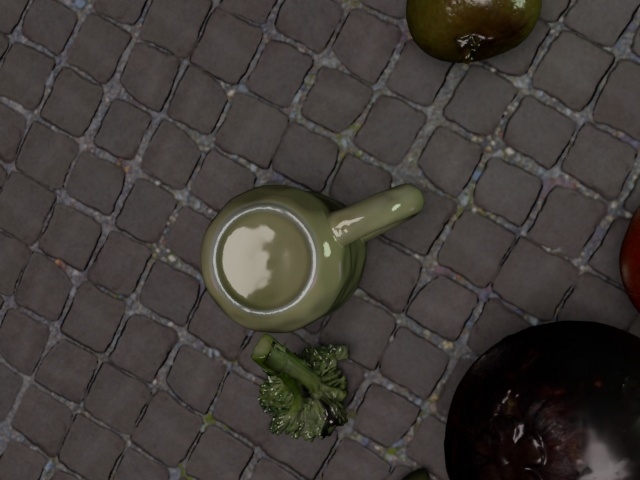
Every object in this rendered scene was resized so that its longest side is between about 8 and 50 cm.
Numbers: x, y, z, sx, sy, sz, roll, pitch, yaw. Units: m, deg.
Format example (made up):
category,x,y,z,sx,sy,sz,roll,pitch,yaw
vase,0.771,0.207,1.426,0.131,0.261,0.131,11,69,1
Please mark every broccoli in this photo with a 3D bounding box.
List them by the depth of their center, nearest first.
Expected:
category,x,y,z,sx,sy,sz,roll,pitch,yaw
broccoli,-0.033,0.167,1.187,0.123,0.204,0.118,-11,57,14

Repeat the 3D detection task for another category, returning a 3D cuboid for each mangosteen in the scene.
category,x,y,z,sx,sy,sz,roll,pitch,yaw
mangosteen,0.294,0.226,1.079,0.293,0.297,0.297,-15,87,-30

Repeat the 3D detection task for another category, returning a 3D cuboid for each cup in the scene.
category,x,y,z,sx,sy,sz,roll,pitch,yaw
cup,-0.002,0.020,1.169,0.255,0.202,0.173,-1,91,12

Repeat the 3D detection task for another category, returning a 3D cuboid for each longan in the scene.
category,x,y,z,sx,sy,sz,roll,pitch,yaw
longan,0.180,-0.272,1.143,0.145,0.176,0.155,23,140,-25

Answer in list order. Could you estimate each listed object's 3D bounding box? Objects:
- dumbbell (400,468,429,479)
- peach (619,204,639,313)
category,x,y,z,sx,sy,sz,roll,pitch,yaw
dumbbell,0.143,0.348,1.223,0.052,0.046,0.118,-38,83,17
peach,0.426,0.027,1.076,0.197,0.197,0.197,0,91,13
